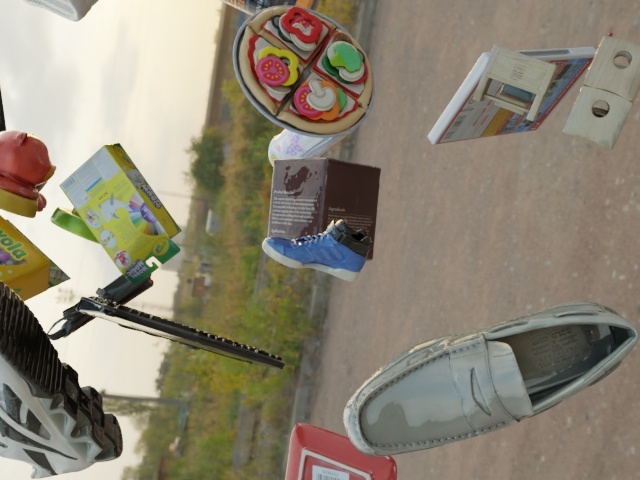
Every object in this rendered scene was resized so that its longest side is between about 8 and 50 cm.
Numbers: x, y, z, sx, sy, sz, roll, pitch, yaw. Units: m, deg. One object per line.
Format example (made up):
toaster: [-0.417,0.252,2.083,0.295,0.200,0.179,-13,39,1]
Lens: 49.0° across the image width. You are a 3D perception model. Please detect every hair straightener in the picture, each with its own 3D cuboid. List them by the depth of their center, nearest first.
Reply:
hair straightener: [-0.407,0.106,1.262,0.047,0.230,0.089,50,154,20]

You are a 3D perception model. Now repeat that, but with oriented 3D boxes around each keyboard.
keyboard: [-0.221,0.142,1.090,0.202,0.317,0.033,-4,66,52]

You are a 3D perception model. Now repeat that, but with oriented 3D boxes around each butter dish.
butter dish: [0.042,0.327,0.933,0.118,0.160,0.159,-1,-80,-57]

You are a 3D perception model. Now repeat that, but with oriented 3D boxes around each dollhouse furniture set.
dollhouse furniture set: [0.321,-0.217,0.925,0.129,0.184,0.128,-29,-39,-66]

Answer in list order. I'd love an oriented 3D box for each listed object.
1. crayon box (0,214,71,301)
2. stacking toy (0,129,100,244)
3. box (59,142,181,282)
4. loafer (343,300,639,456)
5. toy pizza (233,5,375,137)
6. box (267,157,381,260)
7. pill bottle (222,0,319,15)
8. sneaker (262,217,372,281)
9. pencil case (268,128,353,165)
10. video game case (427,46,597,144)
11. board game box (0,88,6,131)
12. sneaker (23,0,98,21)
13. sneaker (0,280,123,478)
crayon box: [-0.625,0.046,1.214,0.323,0.203,0.083,-32,-27,-47]
stacking toy: [-0.482,-0.106,1.275,0.309,0.280,0.130,23,89,62]
box: [-0.275,-0.036,0.992,0.105,0.179,0.043,-34,0,22]
loafer: [0.178,0.141,0.736,0.111,0.320,0.112,135,112,-80]
toy pizza: [-0.015,-0.228,0.917,0.032,0.201,0.201,138,142,-58]
box: [0.007,-0.064,1.480,0.168,0.167,0.203,7,92,46]
pill bottle: [-0.119,-0.481,1.281,0.130,0.246,0.130,26,-90,-88]
sneaker: [0.000,0.000,0.986,0.058,0.152,0.084,-107,37,-61]
pencil case: [-0.020,-0.247,1.644,0.273,0.113,0.124,-34,30,53]
video game case: [0.351,-0.264,1.279,0.025,0.285,0.204,62,145,25]
board game box: [-0.447,-0.225,0.840,0.026,0.126,0.186,-47,-40,-64]
sneaker: [-0.324,-0.382,0.884,0.169,0.293,0.108,-48,-33,-14]
sneaker: [-0.384,0.181,0.846,0.122,0.146,0.330,-114,0,-61]
